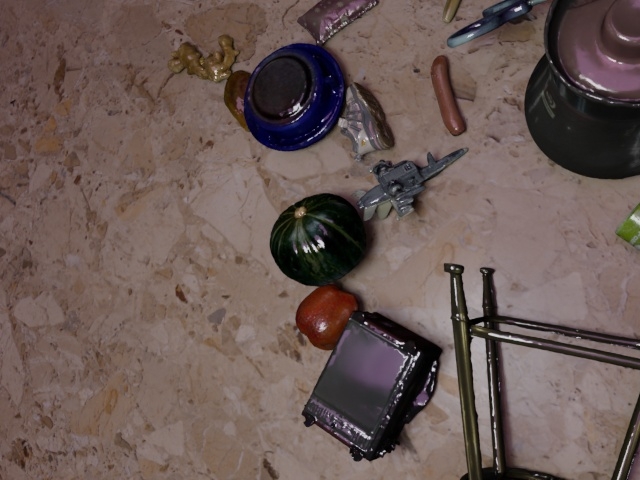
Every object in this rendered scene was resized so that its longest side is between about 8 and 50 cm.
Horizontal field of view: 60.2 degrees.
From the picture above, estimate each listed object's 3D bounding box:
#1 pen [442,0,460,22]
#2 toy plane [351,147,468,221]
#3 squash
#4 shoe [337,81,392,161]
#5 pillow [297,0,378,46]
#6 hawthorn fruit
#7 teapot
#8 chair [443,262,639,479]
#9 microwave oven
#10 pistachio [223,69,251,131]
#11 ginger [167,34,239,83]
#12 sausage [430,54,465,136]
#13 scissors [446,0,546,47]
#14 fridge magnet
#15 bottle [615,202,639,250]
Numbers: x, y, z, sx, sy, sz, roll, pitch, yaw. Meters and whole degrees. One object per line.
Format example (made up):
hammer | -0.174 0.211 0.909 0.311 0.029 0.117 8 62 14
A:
pen | 0.313 -0.592 1.217 0.040 0.032 0.233 24 93 48
toy plane | 0.189 -0.138 1.175 0.262 0.088 0.192 -36 42 11
squash | -0.004 -0.002 1.183 0.218 0.218 0.172 -20 111 20
shoe | 0.091 -0.263 1.242 0.092 0.089 0.180 -31 68 30
pillow | 0.037 -0.555 1.328 0.185 0.043 0.118 -37 67 15
hawthorn fruit | 0.017 0.162 1.188 0.138 0.133 0.133 -45 66 -5
teapot | 0.508 -0.246 0.894 0.306 0.362 0.376 -38 70 15
chair | 0.386 0.266 0.890 0.362 0.365 0.409 8 90 25
microwave oven | 0.110 0.282 1.097 0.188 0.178 0.247 29 95 27
pistachio | -0.206 -0.358 1.403 0.090 0.049 0.172 -21 74 20
ginger | -0.312 -0.477 1.467 0.193 0.052 0.176 -36 64 14
sausage | 0.270 -0.312 1.188 0.043 0.043 0.186 -17 76 21
scissors | 0.428 -0.448 0.987 0.384 0.256 0.029 -6 119 47
fridge magnet | -0.070 -0.341 1.304 0.266 0.113 0.265 -4 80 23
bottle | 0.669 0.053 0.925 0.330 0.093 0.093 42 100 23
